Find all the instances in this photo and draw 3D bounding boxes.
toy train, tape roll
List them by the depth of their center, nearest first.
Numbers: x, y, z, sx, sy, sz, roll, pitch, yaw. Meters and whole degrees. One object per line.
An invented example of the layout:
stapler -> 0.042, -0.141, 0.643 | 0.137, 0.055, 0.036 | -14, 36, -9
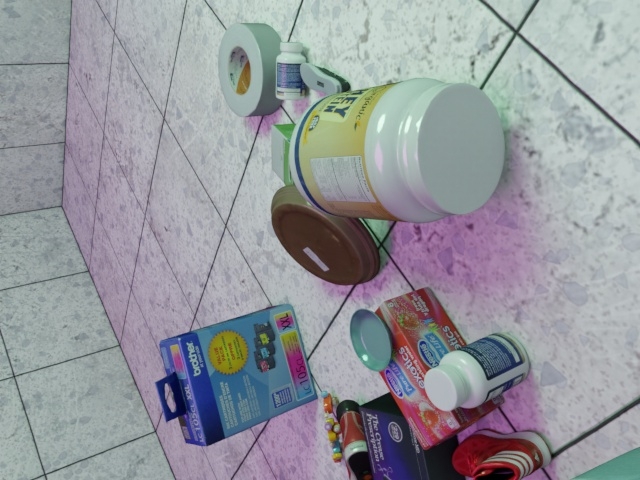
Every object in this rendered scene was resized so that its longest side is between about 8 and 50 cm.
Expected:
tape roll -> -0.168, -0.414, 1.446 | 0.219, 0.072, 0.219 | 22, 118, 50
toy train -> 0.040, 0.461, 1.469 | 0.125, 0.046, 0.166 | -88, -15, -75

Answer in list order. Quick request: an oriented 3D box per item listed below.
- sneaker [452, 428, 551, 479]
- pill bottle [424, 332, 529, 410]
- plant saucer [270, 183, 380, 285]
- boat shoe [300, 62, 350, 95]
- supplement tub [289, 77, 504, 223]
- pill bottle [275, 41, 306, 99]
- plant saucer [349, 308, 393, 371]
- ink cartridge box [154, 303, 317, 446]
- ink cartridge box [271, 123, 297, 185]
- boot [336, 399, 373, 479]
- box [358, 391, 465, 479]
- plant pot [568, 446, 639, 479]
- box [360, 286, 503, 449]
sneaker -> 0.278, 0.389, 1.035 | 0.221, 0.128, 0.087 | -45, 65, 51
pill bottle -> 0.254, 0.217, 0.974 | 0.094, 0.169, 0.094 | 23, 119, 50
plant saucer -> 0.000, 0.000, 1.260 | 0.278, 0.041, 0.278 | 29, 149, 19
boat shoe -> 0.008, -0.338, 1.249 | 0.142, 0.040, 0.049 | 43, 142, 40
supplement tub -> 0.118, -0.146, 0.991 | 0.316, 0.228, 0.228 | 8, 107, 54
pill bottle -> -0.065, -0.375, 1.316 | 0.067, 0.067, 0.120 | 29, 124, 47
plant saucer -> 0.098, 0.181, 1.096 | 0.119, 0.021, 0.119 | 26, 122, 51
ink cartridge box -> -0.232, 0.342, 1.508 | 0.151, 0.395, 0.270 | -21, 84, 55
ink cartridge box -> -0.058, -0.185, 1.318 | 0.209, 0.062, 0.109 | -127, 36, -62
boot -> 0.092, 0.493, 1.394 | 0.176, 0.088, 0.244 | -107, 3, -56
box -> 0.192, 0.459, 1.209 | 0.184, 0.103, 0.261 | -10, 93, 53
plant pot -> 0.473, 0.326, 0.627 | 0.247, 0.252, 0.248 | -32, 74, 54
box -> 0.196, 0.233, 1.102 | 0.257, 0.122, 0.128 | 59, 143, 23
